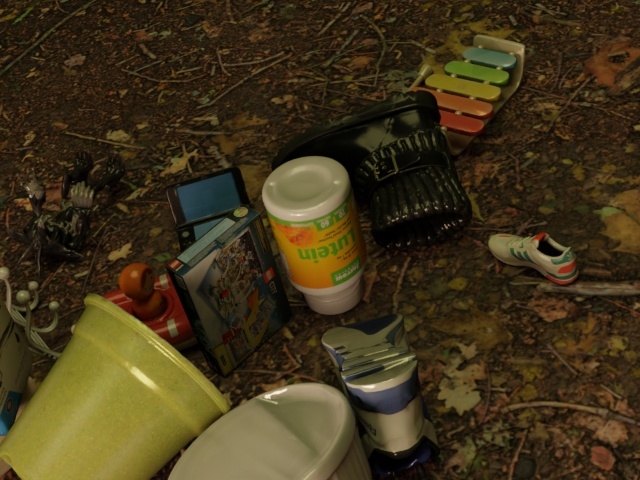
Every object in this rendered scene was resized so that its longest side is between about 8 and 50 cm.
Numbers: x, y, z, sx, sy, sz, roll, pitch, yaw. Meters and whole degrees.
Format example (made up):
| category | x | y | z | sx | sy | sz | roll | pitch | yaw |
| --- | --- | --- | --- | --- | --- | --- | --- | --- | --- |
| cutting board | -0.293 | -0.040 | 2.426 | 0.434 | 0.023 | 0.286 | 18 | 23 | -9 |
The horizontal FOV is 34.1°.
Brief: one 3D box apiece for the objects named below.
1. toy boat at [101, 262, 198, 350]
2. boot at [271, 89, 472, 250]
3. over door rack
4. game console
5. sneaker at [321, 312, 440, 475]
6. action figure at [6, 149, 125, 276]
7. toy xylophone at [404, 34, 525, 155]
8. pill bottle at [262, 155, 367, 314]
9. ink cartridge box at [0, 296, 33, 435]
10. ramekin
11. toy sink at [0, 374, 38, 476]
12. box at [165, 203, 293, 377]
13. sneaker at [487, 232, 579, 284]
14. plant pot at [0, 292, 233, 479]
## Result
| category | x | y | z | sx | sy | sz | roll | pitch | yaw |
| --- | --- | --- | --- | --- | --- | --- | --- | --- | --- |
| toy boat | -0.280 | 0.098 | 1.697 | 0.231 | 0.151 | 0.151 | -18 | 42 | -3 |
| boot | 0.079 | -0.090 | 1.814 | 0.348 | 0.131 | 0.260 | -23 | 61 | 24 |
| over door rack | -0.563 | 0.083 | 1.669 | 0.239 | 0.324 | 0.108 | 28 | 99 | 53 |
| game console | -0.198 | -0.051 | 1.882 | 0.144 | 0.085 | 0.124 | -17 | 42 | -1 |
| sneaker | 0.085 | 0.227 | 1.475 | 0.127 | 0.182 | 0.315 | -13 | 13 | 0 |
| action figure | -0.482 | -0.068 | 1.948 | 0.164 | 0.141 | 0.276 | 14 | 47 | 14 |
| toy xylophone | 0.245 | -0.276 | 1.997 | 0.236 | 0.081 | 0.323 | 13 | 49 | 28 |
| pill bottle | 0.000 | 0.000 | 1.648 | 0.136 | 0.246 | 0.136 | -9 | 43 | 8 |
| ink cartridge box | -0.492 | 0.160 | 1.470 | 0.085 | 0.203 | 0.148 | -3 | 46 | 8 |
| ramekin | -0.056 | 0.318 | 1.358 | 0.272 | 0.127 | 0.273 | -26 | 21 | 11 |
| toy sink | -0.556 | 0.250 | 1.629 | 0.234 | 0.131 | 0.153 | 25 | 55 | 36 |
| box | -0.135 | 0.080 | 1.611 | 0.044 | 0.233 | 0.159 | 27 | 56 | 37 |
| sneaker | 0.339 | 0.009 | 1.665 | 0.161 | 0.075 | 0.057 | 26 | 56 | 36 |
| plant pot | -0.307 | 0.259 | 1.478 | 0.276 | 0.276 | 0.254 | 25 | 67 | 36 |
